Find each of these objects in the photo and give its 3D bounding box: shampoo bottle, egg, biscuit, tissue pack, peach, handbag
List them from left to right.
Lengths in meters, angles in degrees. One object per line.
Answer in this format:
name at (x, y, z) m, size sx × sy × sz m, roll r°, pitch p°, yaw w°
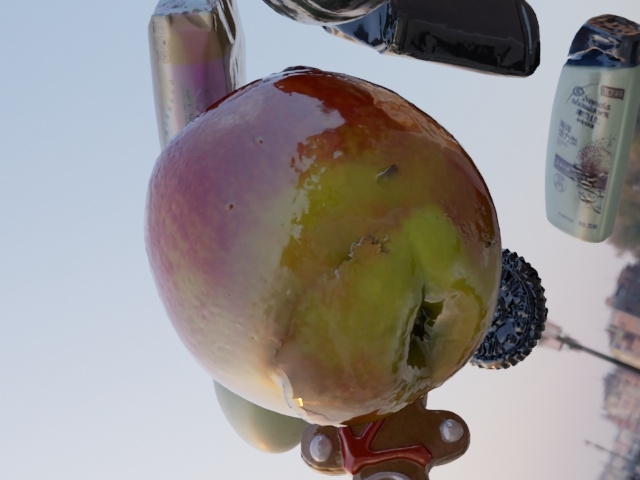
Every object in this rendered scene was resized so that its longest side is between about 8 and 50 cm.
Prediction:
tissue pack at (-0.166, -0.219, 1.296) m, size 0.215 × 0.123 × 0.256 m, roll -90°, pitch -4°, yaw -59°
egg at (-0.080, 0.221, 1.534) m, size 0.188 × 0.189 × 0.253 m, roll -25°, pitch -67°, yaw -60°
peach at (0.000, 0.000, 0.974) m, size 0.370 × 0.370 × 0.370 m, roll -49°, pitch -28°, yaw -39°
biscuit at (0.076, 0.222, 1.144) m, size 0.049 × 0.205 × 0.324 m, roll 75°, pitch -167°, yaw -63°
handbag at (0.165, -0.353, 1.404) m, size 0.302 × 0.275 × 0.178 m, roll 5°, pitch -76°, yaw -27°
biscuit at (0.253, 0.101, 1.427) m, size 0.053 × 0.194 × 0.194 m, roll 1°, pitch -70°, yaw -51°
shampoo bottle at (0.415, -0.171, 1.465) m, size 0.078 × 0.134 × 0.359 m, roll -30°, pitch -45°, yaw -31°

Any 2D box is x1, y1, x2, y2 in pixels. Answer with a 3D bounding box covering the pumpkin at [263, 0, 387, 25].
pumpkin at (0.011, -0.355, 0.997) m, size 0.216 × 0.250 × 0.250 m, roll 40°, pitch -111°, yaw -27°
